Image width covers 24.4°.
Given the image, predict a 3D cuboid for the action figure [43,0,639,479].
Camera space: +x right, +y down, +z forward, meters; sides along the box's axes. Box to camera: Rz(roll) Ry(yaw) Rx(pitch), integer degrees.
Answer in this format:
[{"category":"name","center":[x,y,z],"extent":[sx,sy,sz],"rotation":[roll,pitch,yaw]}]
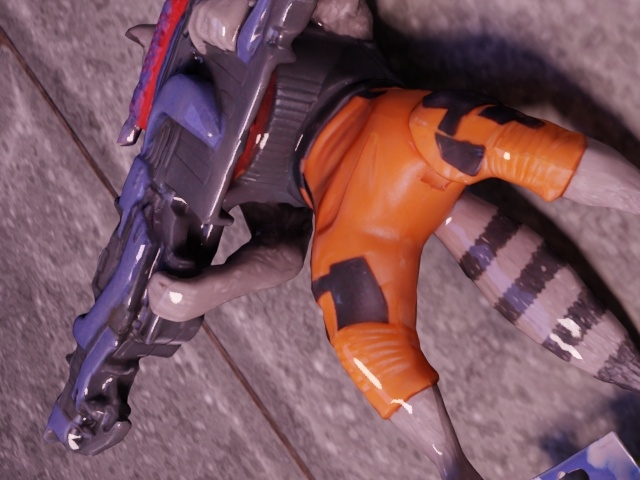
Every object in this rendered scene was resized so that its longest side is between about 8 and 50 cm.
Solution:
[{"category":"action figure","center":[0.000,0.000,0.765],"extent":[0.330,0.178,0.341],"rotation":[46,119,32]}]

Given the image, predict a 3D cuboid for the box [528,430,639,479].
[{"category":"box","center":[0.184,0.179,0.750],"extent":[0.178,0.042,0.109],"rotation":[56,146,10]}]
